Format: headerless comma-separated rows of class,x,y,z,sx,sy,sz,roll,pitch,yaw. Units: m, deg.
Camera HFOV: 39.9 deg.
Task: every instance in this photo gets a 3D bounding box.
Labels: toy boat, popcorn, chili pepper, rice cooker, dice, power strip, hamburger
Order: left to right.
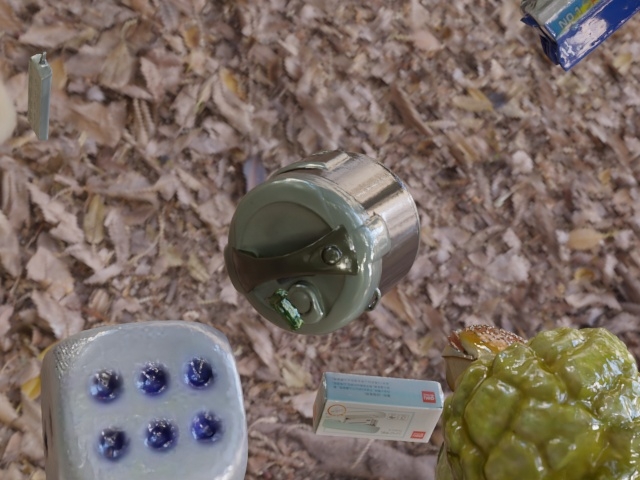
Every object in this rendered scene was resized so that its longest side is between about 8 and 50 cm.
power strip,-0.585,-0.300,1.839,0.027,0.253,0.060,-21,66,-30
dice,-0.192,0.197,0.940,0.193,0.192,0.194,-2,72,-21
chili pepper,-0.063,0.106,1.467,0.055,0.118,0.035,14,59,24
rice cooker,0.000,0.000,1.709,0.335,0.335,0.325,51,34,5
hamburger,0.340,0.241,1.659,0.236,0.237,0.147,15,88,-27
popcorn,0.237,0.214,0.834,0.205,0.237,0.252,-1,57,-52
toy boat,0.289,-0.272,0.725,0.088,0.295,0.129,47,16,-8

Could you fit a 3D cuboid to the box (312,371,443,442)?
box,0.124,0.361,1.907,0.269,0.135,0.079,7,43,-10

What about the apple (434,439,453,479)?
apple,0.320,0.337,1.186,0.357,0.357,0.357,19,51,-25
